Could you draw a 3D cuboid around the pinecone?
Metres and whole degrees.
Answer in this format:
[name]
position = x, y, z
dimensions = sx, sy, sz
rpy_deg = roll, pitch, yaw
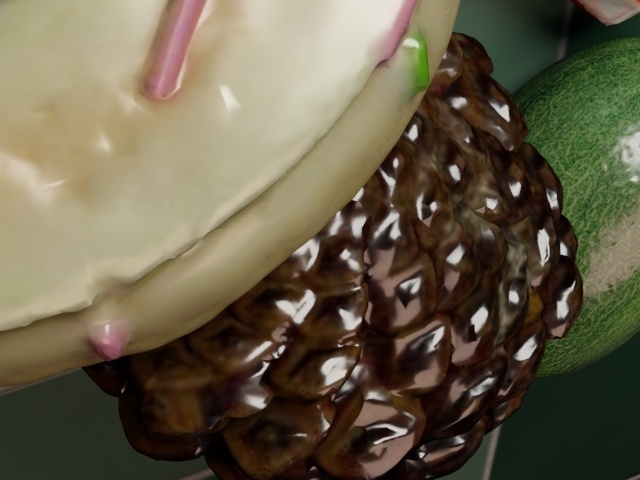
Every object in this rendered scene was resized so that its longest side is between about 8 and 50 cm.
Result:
[pinecone]
position = -0.002, 0.002, 0.613
dimensions = 0.242, 0.298, 0.296
rpy_deg = -12, 151, 40

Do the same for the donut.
[donut]
position = -0.105, -0.143, 0.388
dimensions = 0.307, 0.150, 0.371
rpy_deg = -19, 95, -9

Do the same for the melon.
[melon]
position = 0.175, -0.012, 0.768
dimensions = 0.182, 0.182, 0.287
rpy_deg = 20, 113, -42

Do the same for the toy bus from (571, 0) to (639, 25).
[toy bus]
position = 0.161, -0.198, 0.676
dimensions = 0.077, 0.079, 0.174
rpy_deg = -44, 139, 21
